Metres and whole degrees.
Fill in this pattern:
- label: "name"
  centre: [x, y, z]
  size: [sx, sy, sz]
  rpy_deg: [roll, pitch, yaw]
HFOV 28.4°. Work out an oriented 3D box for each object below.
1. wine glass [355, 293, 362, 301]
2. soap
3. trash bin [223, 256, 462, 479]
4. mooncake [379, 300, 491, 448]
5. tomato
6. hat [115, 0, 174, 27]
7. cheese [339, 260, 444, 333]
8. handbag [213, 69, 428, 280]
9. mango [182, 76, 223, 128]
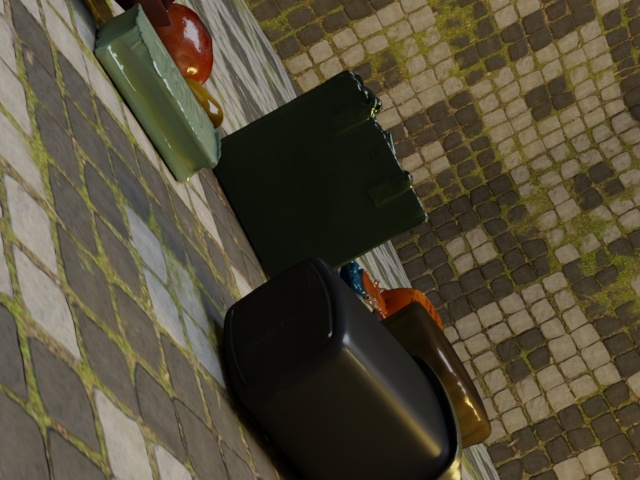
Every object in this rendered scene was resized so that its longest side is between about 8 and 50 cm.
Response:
- label: "wine glass"
  centre: [0.071, 0.143, 2.434]
  size: [0.039, 0.042, 0.083]
  rpy_deg: [27, 24, -23]
- label: "soap"
  centre: [-0.195, -0.179, 1.531]
  size: [0.198, 0.063, 0.114]
  rpy_deg: [59, 9, -29]
- label: "trash bin"
  centre: [0.031, 0.177, 1.368]
  size: [0.290, 0.182, 0.209]
  rpy_deg: [52, 12, -34]
- label: "mooncake"
  centre: [0.181, 0.261, 2.272]
  size: [0.290, 0.161, 0.290]
  rpy_deg: [59, 6, -11]
- label: "tomato"
  centre: [-0.207, -0.312, 1.974]
  size: [0.155, 0.069, 0.155]
  rpy_deg: [62, 7, -13]
- label: "hat"
  centre: [-0.244, -0.359, 1.589]
  size: [0.205, 0.089, 0.205]
  rpy_deg: [46, -6, 6]
- label: "cheese"
  centre: [0.157, 0.158, 2.684]
  size: [0.329, 0.129, 0.217]
  rpy_deg: [44, 18, -31]
- label: "handbag"
  centre: [-0.001, -0.084, 1.814]
  size: [0.247, 0.260, 0.079]
  rpy_deg: [64, 11, 2]
- label: "mango"
  centre: [-0.177, -0.202, 1.854]
  size: [0.089, 0.046, 0.060]
  rpy_deg: [57, 7, -6]
